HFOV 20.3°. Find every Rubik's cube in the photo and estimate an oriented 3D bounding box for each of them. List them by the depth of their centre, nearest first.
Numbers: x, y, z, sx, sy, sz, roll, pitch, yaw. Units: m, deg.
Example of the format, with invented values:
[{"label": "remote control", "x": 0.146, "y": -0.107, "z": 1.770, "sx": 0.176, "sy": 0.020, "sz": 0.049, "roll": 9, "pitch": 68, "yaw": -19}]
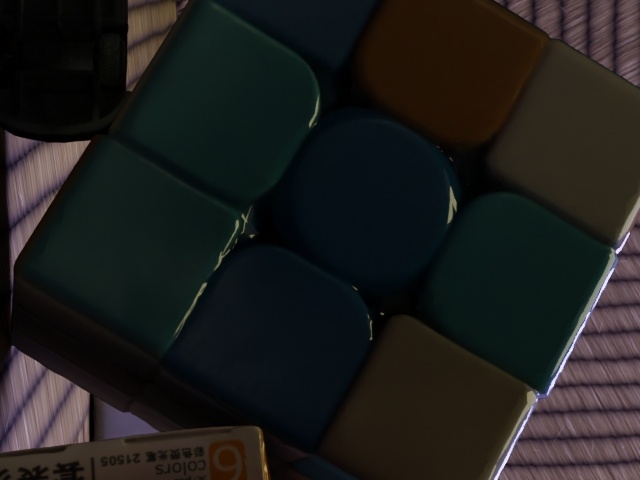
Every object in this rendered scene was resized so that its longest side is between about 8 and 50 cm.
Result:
[{"label": "Rubik's cube", "x": 0.000, "y": 0.000, "z": 1.318, "sx": 0.344, "sy": 0.346, "sz": 0.347, "roll": -61, "pitch": -175, "yaw": -16}]

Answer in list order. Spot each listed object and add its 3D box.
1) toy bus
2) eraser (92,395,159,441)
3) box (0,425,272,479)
[{"label": "toy bus", "x": -0.201, "y": -0.199, "z": 1.369, "sx": 0.120, "sy": 0.121, "sz": 0.265, "roll": 130, "pitch": -41, "yaw": -77}, {"label": "eraser", "x": -0.169, "y": 0.205, "z": 1.977, "sx": 0.331, "sy": 0.149, "sz": 0.331, "roll": -4, "pitch": 90, "yaw": -90}, {"label": "box", "x": -0.134, "y": 0.206, "z": 1.209, "sx": 0.274, "sy": 0.220, "sz": 0.091, "roll": 93, "pitch": -9, "yaw": -70}]
